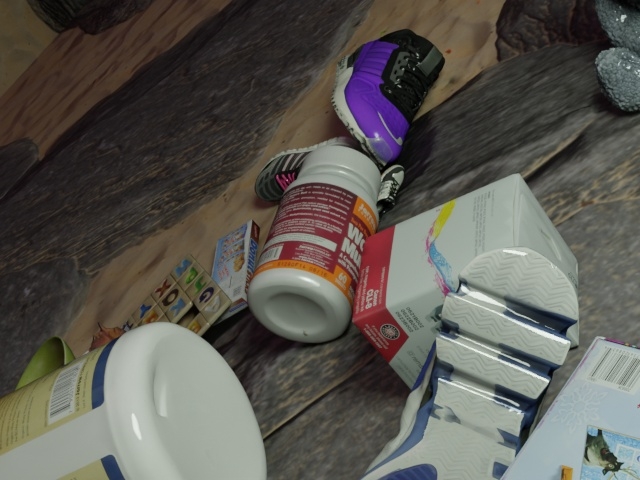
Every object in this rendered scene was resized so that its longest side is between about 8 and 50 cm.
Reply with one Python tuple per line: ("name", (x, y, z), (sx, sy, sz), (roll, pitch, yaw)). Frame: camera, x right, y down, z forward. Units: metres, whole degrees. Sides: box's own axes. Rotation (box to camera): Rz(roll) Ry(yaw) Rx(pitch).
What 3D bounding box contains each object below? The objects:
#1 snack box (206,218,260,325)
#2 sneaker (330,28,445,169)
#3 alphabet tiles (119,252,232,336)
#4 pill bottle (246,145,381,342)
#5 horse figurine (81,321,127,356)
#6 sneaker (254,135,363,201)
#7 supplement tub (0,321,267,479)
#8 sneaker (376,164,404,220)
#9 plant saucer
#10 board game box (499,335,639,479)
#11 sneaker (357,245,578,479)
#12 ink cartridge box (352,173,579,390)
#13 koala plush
("snack box", (-0.117, 0.040, 1.554), (0.064, 0.022, 0.178), (-31, 28, 21))
("sneaker", (0.101, -0.214, 1.582), (0.146, 0.102, 0.293), (-29, 29, 17))
("alphabet tiles", (-0.228, 0.133, 1.539), (0.237, 0.009, 0.198), (-47, 28, -2))
("pill bottle", (0.000, 0.000, 1.347), (0.121, 0.121, 0.221), (-17, 39, 36))
("horse figurine", (-0.217, 0.191, 1.391), (0.263, 0.066, 0.174), (0, 52, 45))
("sneaker", (-0.024, -0.087, 1.587), (0.170, 0.063, 0.075), (-18, 27, 26))
("supplement tub", (-0.238, 0.242, 1.175), (0.316, 0.228, 0.228), (-27, 30, 22))
("sneaker", (0.085, -0.056, 1.448), (0.083, 0.032, 0.037), (-55, 36, -9))
("plant saucer", (-0.356, 0.239, 1.456), (0.241, 0.037, 0.241), (-46, 32, 40))
("board game box", (0.223, 0.229, 0.733), (0.318, 0.066, 0.319), (-51, 30, -16))
("sneaker", (0.125, 0.159, 0.976), (0.315, 0.127, 0.182), (-64, -13, 3))
("ink cartridge box", (0.142, 0.046, 1.109), (0.176, 0.128, 0.127), (-25, 31, 27))
("koala plush", (0.353, -0.298, 1.265), (0.196, 0.221, 0.203), (-27, 29, 23))
